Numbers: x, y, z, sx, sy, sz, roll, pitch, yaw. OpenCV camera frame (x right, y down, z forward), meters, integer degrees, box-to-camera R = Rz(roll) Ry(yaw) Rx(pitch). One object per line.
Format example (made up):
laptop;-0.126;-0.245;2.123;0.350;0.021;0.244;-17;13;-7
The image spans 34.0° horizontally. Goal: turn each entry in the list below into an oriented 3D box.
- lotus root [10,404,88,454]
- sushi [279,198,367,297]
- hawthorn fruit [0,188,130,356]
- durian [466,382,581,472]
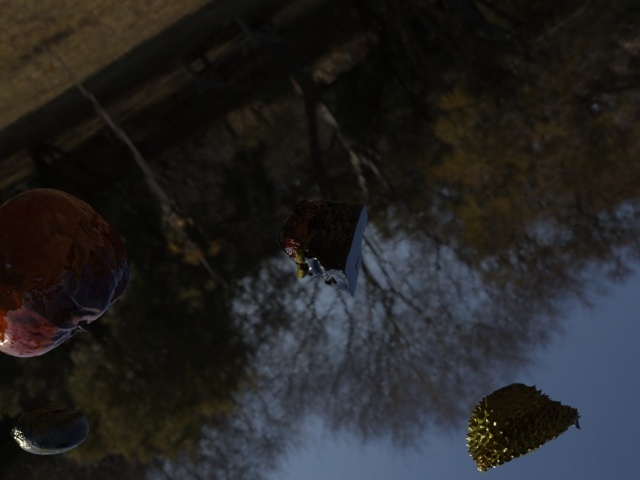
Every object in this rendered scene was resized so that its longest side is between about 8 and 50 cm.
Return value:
lotus root;-0.287;0.200;1.100;0.054;0.049;0.099;13;-178;29
sushi;0.000;0.000;2.061;0.153;0.151;0.172;71;29;-65
hawthorn fruit;-0.405;0.016;1.446;0.242;0.271;0.242;-35;-175;3
durian;0.391;0.343;2.025;0.237;0.137;0.193;-15;162;-27
